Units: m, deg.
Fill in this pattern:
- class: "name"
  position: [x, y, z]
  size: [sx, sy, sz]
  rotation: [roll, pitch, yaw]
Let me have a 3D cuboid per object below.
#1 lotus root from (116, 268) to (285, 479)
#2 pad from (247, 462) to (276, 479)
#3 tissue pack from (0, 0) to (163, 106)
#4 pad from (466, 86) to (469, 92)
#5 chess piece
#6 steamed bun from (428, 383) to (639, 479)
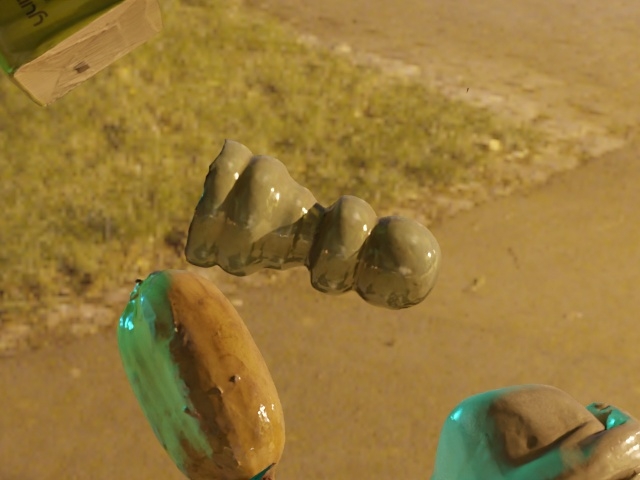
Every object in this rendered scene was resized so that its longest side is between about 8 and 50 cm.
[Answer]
- class: "lotus root"
  position: [-0.134, 0.192, 1.576]
  size: [0.151, 0.169, 0.342]
  rotation: [-16, 71, -48]
- class: "pad"
  position: [-0.216, 0.371, 1.341]
  size: [0.007, 0.367, 0.247]
  rotation: [50, 34, -2]
- class: "tissue pack"
  position: [-0.291, -0.288, 1.211]
  size: [0.167, 0.274, 0.200]
  rotation: [-33, 0, -4]
- class: "pad"
  position: [0.153, -0.047, 0.557]
  size: [0.055, 0.250, 0.323]
  rotation: [29, -22, -19]
- class: "chess piece"
  position: [0.000, 0.000, 1.269]
  size: [0.243, 0.133, 0.133]
  rotation: [19, 27, 3]
- class: "steamed bun"
  position: [0.312, 0.399, 1.770]
  size: [0.343, 0.367, 0.255]
  rotation: [3, 37, -20]
